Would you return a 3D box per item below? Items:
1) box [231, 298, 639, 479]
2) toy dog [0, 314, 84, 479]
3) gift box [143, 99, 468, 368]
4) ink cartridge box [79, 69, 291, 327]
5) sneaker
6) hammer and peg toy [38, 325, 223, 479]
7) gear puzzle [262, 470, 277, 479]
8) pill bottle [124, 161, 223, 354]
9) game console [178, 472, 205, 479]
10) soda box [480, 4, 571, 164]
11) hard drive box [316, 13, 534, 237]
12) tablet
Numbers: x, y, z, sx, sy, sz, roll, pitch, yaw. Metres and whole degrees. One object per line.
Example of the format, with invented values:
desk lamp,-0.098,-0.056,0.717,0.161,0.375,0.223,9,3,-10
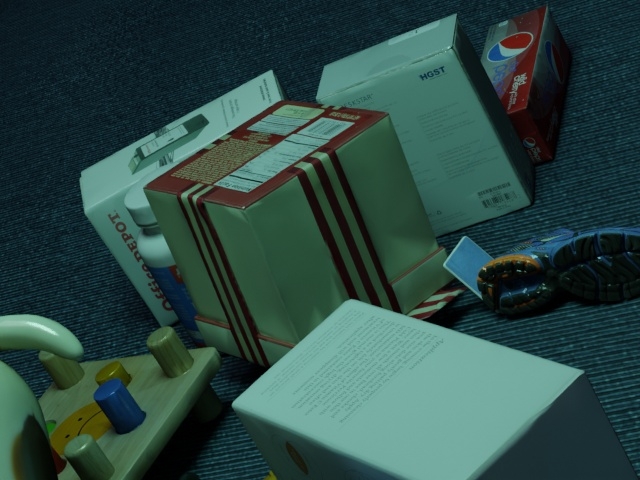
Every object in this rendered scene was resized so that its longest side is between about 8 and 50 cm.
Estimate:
box,0.112,0.211,1.726,0.168,0.215,0.345,-41,29,-21
toy dog,-0.315,0.313,1.845,0.395,0.284,0.408,-39,63,-10
gift box,0.000,0.000,2.161,0.276,0.258,0.255,-31,24,-23
ink cartridge box,-0.133,-0.049,2.430,0.289,0.211,0.121,-28,28,6
sneaker,0.277,0.017,2.054,0.221,0.083,0.087,-8,26,31
hammer and peg toy,-0.280,0.254,2.133,0.266,0.127,0.361,-10,32,38
gear puzzle,-0.135,0.315,1.983,0.339,0.044,0.175,-31,26,-3
pill bottle,-0.147,0.020,2.308,0.124,0.221,0.124,-24,27,13
game console,-0.118,0.354,1.549,0.250,0.173,0.293,19,40,-4
soda box,0.255,-0.192,2.427,0.092,0.083,0.263,-18,30,25
hard drive box,0.129,-0.127,2.275,0.181,0.232,0.089,-19,29,20
tablet,0.179,0.038,2.115,0.054,0.083,0.006,-51,2,-36
